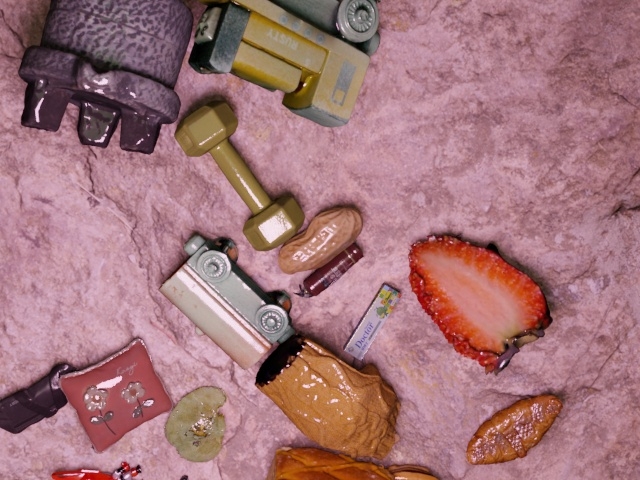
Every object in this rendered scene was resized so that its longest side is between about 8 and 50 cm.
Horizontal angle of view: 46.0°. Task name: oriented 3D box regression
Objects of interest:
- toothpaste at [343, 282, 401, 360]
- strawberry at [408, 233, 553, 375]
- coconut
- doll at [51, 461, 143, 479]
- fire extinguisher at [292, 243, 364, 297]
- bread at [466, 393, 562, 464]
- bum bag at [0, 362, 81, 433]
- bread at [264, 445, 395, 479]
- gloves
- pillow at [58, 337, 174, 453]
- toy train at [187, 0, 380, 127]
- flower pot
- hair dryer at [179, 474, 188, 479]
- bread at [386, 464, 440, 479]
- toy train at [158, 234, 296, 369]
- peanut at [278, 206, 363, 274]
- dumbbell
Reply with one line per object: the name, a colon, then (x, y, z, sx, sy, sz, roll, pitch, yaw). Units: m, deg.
toothpaste: (0.108, 0.167, 1.557, 0.046, 0.034, 0.164, 32, 91, -6)
strawberry: (0.310, 0.116, 1.548, 0.233, 0.138, 0.306, -36, 74, -21)
coconut: (-0.250, 0.379, 1.520, 0.133, 0.055, 0.158, -5, 95, -9)
doll: (-0.440, 0.494, 1.503, 0.168, 0.057, 0.109, -10, 100, -10)
fire extinguisher: (0.016, 0.067, 1.530, 0.158, 0.043, 0.064, -39, 142, -2)
bread: (0.411, 0.403, 1.599, 0.233, 0.076, 0.105, -35, 87, 4)
bum bag: (-0.545, 0.307, 1.479, 0.197, 0.049, 0.087, -30, 123, -4)
bread: (0.015, 0.571, 1.440, 0.278, 0.279, 0.207, 15, 117, -8)
gloves: (0.031, 0.323, 1.480, 0.356, 0.155, 0.203, 34, 114, -30)
pillow: (-0.393, 0.303, 1.471, 0.179, 0.075, 0.172, -28, 103, -20)
toy train: (-0.064, -0.377, 1.372, 0.397, 0.160, 0.254, 19, 92, -35)
flower pot: (-0.375, -0.303, 1.312, 0.298, 0.299, 0.283, 16, 90, -9)
hair dryer: (-0.361, 0.538, 1.512, 0.219, 0.075, 0.196, -39, 120, -16)
bread: (0.186, 0.574, 1.586, 0.115, 0.077, 0.201, 4, 97, -9)
toy train: (-0.183, 0.125, 1.484, 0.177, 0.116, 0.285, -43, 101, 11)
peanut: (0.000, 0.000, 1.496, 0.194, 0.093, 0.083, -34, 61, -5)
dumbbell: (-0.153, -0.122, 1.455, 0.108, 0.121, 0.302, -41, 101, -30)
